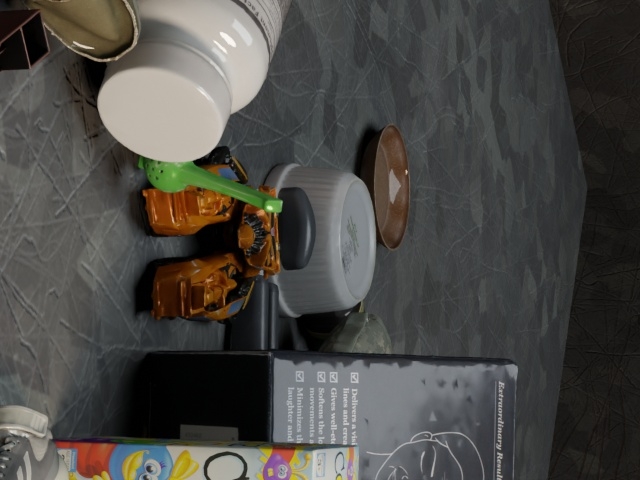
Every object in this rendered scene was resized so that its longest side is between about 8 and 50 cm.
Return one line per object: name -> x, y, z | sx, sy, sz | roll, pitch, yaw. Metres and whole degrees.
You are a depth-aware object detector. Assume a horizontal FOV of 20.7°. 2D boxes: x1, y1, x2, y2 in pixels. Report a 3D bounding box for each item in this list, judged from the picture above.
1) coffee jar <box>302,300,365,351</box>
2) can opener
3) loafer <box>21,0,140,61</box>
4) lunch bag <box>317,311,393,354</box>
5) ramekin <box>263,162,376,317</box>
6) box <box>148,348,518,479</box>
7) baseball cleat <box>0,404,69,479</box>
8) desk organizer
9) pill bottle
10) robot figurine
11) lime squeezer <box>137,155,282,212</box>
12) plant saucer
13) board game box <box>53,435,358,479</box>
coffee jar -> 0.031, 0.137, 2.454 | 0.096, 0.079, 0.184 | -72, 154, -44
can opener -> -0.057, 0.069, 2.162 | 0.076, 0.095, 0.283 | 39, 48, -66
loafer -> -0.244, -0.237, 1.598 | 0.251, 0.094, 0.087 | 50, 21, -49
lunch bag -> 0.025, 0.257, 2.294 | 0.235, 0.169, 0.287 | -56, 146, -64
ramekin -> 0.000, 0.000, 2.319 | 0.207, 0.109, 0.207 | 0, 90, -72
box -> 0.017, 0.273, 1.967 | 0.395, 0.212, 0.293 | 6, 83, -43
baseball cleat -> -0.290, 0.207, 1.535 | 0.206, 0.072, 0.109 | -34, 108, -74
desk organizer -> -0.290, -0.162, 1.541 | 0.130, 0.050, 0.047 | -58, 143, -58
pill bottle -> -0.127, -0.238, 1.834 | 0.176, 0.176, 0.318 | 71, 26, -44
robot figurine -> -0.117, 0.001, 2.001 | 0.291, 0.085, 0.211 | -19, 107, -71
lime squeezer -> -0.143, -0.095, 1.869 | 0.310, 0.110, 0.059 | -136, -144, -61
plant saucer -> 0.097, -0.083, 2.728 | 0.198, 0.036, 0.198 | 0, 90, -72
board game box -> -0.114, 0.266, 1.705 | 0.142, 0.275, 0.144 | 16, 74, -71
